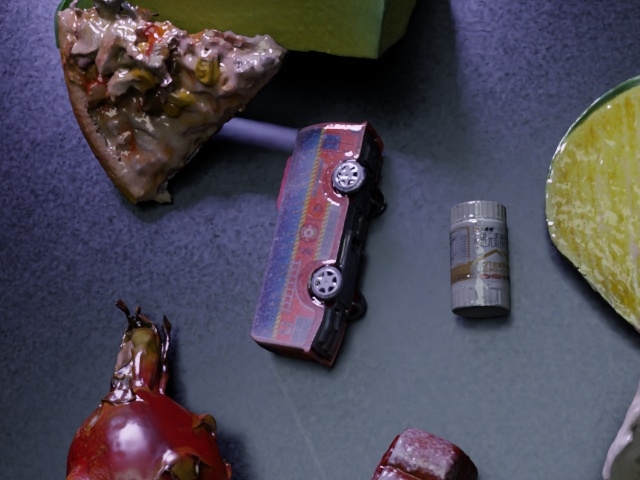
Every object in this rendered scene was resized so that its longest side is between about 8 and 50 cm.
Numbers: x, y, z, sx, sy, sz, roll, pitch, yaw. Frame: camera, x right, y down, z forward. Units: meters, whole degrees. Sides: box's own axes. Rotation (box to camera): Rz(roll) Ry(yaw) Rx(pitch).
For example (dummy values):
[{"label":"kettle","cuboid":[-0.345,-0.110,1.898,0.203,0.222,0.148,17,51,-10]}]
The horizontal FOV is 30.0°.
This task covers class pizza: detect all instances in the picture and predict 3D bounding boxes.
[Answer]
[{"label":"pizza","cuboid":[-0.116,-0.121,0.952,0.195,0.052,0.185,-14,109,22]}]

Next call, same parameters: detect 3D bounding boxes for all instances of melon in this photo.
[{"label":"melon","cuboid":[-0.075,-0.212,0.981,0.323,0.196,0.124,2,101,16]}]

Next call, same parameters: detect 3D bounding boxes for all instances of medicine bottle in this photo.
[{"label":"medicine bottle","cuboid":[0.123,0.015,0.923,0.047,0.047,0.083,-2,73,10]}]

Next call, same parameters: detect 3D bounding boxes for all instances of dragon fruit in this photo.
[{"label":"dragon fruit","cuboid":[-0.133,0.153,0.907,0.125,0.125,0.246,-20,53,19]}]

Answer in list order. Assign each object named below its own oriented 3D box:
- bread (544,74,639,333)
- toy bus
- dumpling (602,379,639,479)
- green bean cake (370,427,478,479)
[{"label":"bread","cuboid":[0.285,-0.027,0.913,0.228,0.033,0.229,-2,74,8]},{"label":"toy bus","cuboid":[0.000,0.000,0.944,0.077,0.065,0.192,7,74,20]},{"label":"dumpling","cuboid":[0.292,0.107,0.805,0.250,0.132,0.162,-36,108,10]},{"label":"green bean cake","cuboid":[0.058,0.203,0.831,0.056,0.135,0.136,22,78,17]}]
